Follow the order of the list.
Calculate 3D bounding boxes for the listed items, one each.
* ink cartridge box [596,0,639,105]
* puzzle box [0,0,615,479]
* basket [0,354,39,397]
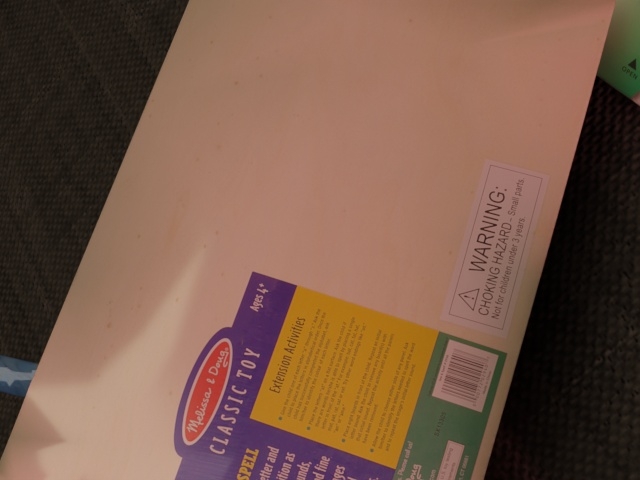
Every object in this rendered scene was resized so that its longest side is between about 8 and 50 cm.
[{"bbox_3d":[0.243,-0.187,0.580,0.181,0.056,0.225,47,143,33],"label":"ink cartridge box"},{"bbox_3d":[0.000,0.000,0.586,0.272,0.052,0.409,17,76,9],"label":"puzzle box"},{"bbox_3d":[-0.132,0.126,0.717,0.288,0.255,0.201,5,79,17],"label":"basket"}]
